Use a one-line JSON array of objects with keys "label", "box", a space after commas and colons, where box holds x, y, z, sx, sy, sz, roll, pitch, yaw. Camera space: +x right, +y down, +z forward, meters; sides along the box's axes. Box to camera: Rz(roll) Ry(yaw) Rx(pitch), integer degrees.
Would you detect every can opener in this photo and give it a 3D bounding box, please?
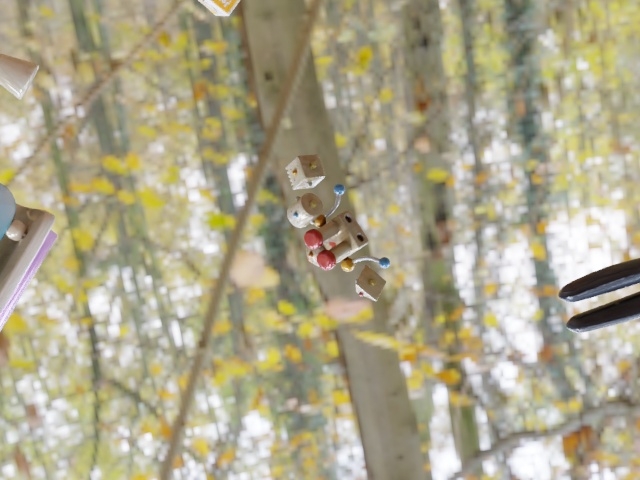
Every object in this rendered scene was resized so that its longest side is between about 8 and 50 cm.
[{"label": "can opener", "box": [0.268, 0.026, 1.104, 0.186, 0.059, 0.073, -25, -176, -12]}]

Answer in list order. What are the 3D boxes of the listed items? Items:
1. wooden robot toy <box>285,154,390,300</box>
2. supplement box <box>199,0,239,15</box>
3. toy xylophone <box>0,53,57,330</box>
[{"label": "wooden robot toy", "box": [0.000, 0.000, 1.545, 0.076, 0.173, 0.079, -28, 174, -41]}, {"label": "supplement box", "box": [-0.072, -0.234, 1.145, 0.098, 0.062, 0.036, -56, -156, -6]}, {"label": "toy xylophone", "box": [-0.329, -0.067, 0.985, 0.323, 0.236, 0.081, 23, 170, -12]}]
